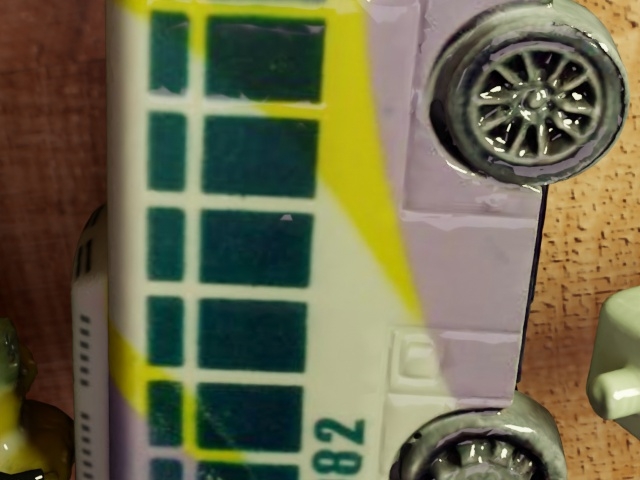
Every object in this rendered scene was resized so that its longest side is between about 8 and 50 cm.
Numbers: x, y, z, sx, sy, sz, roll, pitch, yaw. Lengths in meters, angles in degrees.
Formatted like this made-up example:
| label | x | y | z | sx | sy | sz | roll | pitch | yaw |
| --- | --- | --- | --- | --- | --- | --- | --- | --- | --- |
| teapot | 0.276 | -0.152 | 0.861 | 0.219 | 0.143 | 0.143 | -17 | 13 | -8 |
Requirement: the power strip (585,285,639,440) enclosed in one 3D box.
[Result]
| label | x | y | z | sx | sy | sz | roll | pitch | yaw |
| --- | --- | --- | --- | --- | --- | --- | --- | --- | --- |
| power strip | 0.292 | 0.036 | 0.798 | 0.385 | 0.091 | 0.062 | -11 | 120 | -28 |

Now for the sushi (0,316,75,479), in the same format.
| label | x | y | z | sx | sy | sz | roll | pitch | yaw |
| --- | --- | --- | --- | --- | --- | --- | --- | --- | --- |
| sushi | -0.287 | 0.103 | 0.820 | 0.328 | 0.285 | 0.328 | 27 | 119 | 8 |

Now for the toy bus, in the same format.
| label | x | y | z | sx | sy | sz | roll | pitch | yaw |
| --- | --- | --- | --- | --- | --- | --- | --- | --- | --- |
| toy bus | 0.000 | 0.000 | 0.800 | 0.249 | 0.209 | 0.440 | 3 | 119 | -1 |
